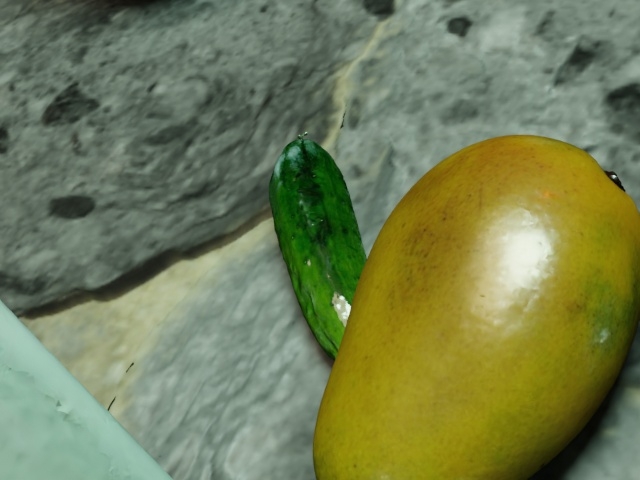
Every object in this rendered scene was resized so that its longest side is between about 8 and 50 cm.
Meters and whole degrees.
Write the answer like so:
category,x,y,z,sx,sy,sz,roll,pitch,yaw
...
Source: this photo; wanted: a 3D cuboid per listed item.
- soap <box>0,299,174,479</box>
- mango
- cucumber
category,x,y,z,sx,sy,sz,roll,pitch,yaw
soap,-0.082,0.135,0.379,0.150,0.261,0.094,-45,35,-12
mango,0.062,0.035,0.511,0.111,0.089,0.163,-3,59,42
cucumber,0.000,0.000,0.611,0.039,0.039,0.168,-24,45,7
